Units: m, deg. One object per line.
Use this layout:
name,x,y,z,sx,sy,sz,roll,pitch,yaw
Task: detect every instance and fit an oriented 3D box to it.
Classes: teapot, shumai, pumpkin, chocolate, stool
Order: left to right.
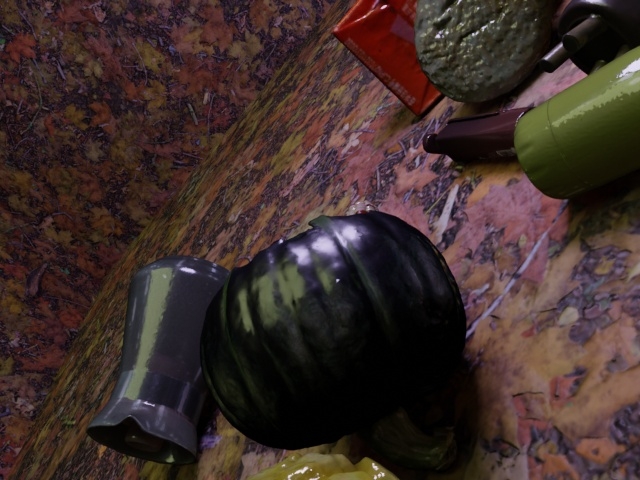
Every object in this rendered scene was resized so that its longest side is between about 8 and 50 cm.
teapot,-0.285,0.235,1.147,0.300,0.253,0.344,99,-176,-55
pumpkin,0.026,0.129,0.635,0.296,0.295,0.296,-43,24,24
chocolate,0.185,-0.404,1.127,0.235,0.237,0.108,-45,13,23
shumai,0.291,-0.358,0.984,0.272,0.222,0.203,-55,-20,23
stool,0.348,-0.228,0.662,0.121,0.125,0.217,-47,29,-10

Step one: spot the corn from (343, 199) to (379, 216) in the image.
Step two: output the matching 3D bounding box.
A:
corn,0.068,0.019,0.913,0.092,0.092,0.281,-45,22,21

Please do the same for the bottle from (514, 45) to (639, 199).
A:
bottle,0.328,-0.136,0.588,0.260,0.112,0.112,-30,31,45

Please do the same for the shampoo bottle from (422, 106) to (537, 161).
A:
shampoo bottle,0.231,-0.152,0.878,0.067,0.068,0.236,-57,24,-10

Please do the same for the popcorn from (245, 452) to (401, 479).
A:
popcorn,-0.009,0.302,0.476,0.258,0.223,0.271,-40,30,48
